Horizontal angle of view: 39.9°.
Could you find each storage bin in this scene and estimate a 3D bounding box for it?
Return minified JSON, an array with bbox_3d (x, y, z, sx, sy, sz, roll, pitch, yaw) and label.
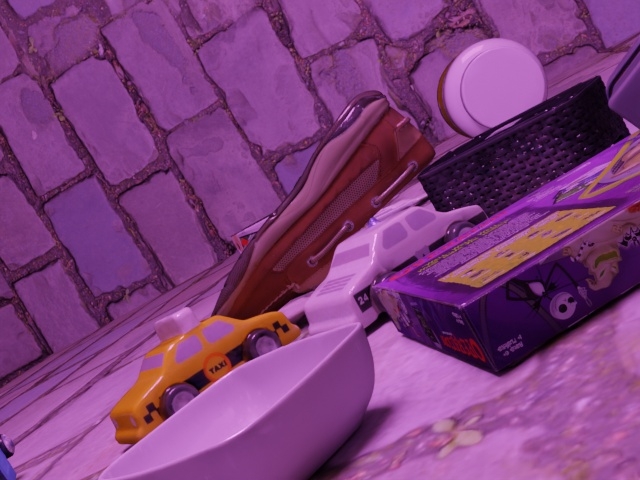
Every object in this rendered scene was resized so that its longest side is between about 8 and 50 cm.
[{"bbox_3d":[0.201,-0.077,0.864,0.180,0.084,0.122,-25,7,37],"label":"storage bin"},{"bbox_3d":[0.306,-0.142,0.740,0.135,0.098,0.091,-57,-11,31],"label":"storage bin"}]

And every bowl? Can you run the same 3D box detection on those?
[{"bbox_3d":[-0.041,0.112,0.503,0.142,0.053,0.142,-24,7,42],"label":"bowl"}]

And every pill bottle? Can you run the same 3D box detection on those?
[{"bbox_3d":[0.322,-0.281,1.663,0.188,0.188,0.334,-29,5,7],"label":"pill bottle"}]

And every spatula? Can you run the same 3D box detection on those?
[{"bbox_3d":[0.080,-0.031,1.430,0.242,0.019,0.168,-27,7,-41],"label":"spatula"}]

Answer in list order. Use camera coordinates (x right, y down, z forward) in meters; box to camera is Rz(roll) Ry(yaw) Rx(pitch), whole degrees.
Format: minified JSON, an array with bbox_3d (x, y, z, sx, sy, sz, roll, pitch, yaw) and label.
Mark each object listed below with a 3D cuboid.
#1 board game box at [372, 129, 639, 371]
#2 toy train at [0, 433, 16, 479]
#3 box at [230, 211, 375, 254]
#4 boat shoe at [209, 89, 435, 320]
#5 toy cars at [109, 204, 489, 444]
[{"bbox_3d":[0.212,-0.034,0.578,0.347,0.056,0.208,-30,9,-8],"label":"board game box"},{"bbox_3d":[-0.412,0.270,0.936,0.184,0.080,0.105,-31,11,-12],"label":"toy train"},{"bbox_3d":[-0.017,0.004,1.138,0.207,0.114,0.036,-25,6,41],"label":"box"},{"bbox_3d":[0.000,0.000,0.933,0.324,0.120,0.122,-54,2,12],"label":"boat shoe"},{"bbox_3d":[-0.029,0.057,0.803,0.394,0.087,0.176,-29,5,9],"label":"toy cars"}]
